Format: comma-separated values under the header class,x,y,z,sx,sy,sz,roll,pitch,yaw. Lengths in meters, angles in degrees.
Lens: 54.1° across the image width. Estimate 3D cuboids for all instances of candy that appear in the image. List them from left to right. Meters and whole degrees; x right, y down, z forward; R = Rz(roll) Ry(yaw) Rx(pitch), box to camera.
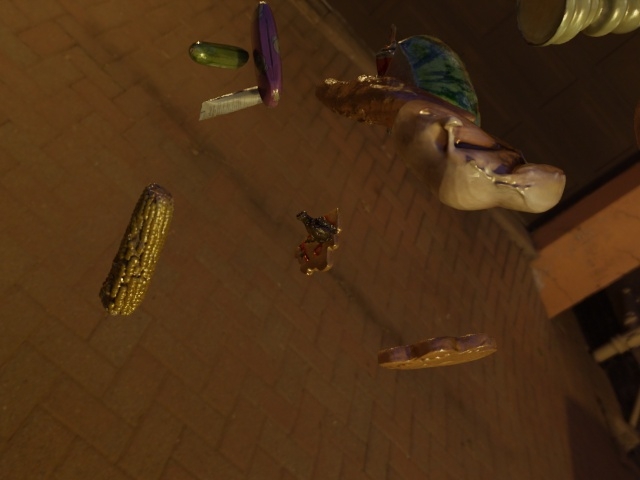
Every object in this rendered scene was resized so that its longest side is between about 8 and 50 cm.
class,x,y,z,sx,sy,sz,roll,pitch,yaw
candy,0.195,-0.425,1.675,0.059,0.086,0.292,-14,103,-32

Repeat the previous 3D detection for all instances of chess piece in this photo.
class,x,y,z,sx,sy,sz,roll,pitch,yaw
chess piece,0.658,-0.566,1.519,0.330,0.182,0.182,-8,55,-21

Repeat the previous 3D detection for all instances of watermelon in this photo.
class,x,y,z,sx,sy,sz,roll,pitch,yaw
watermelon,0.241,-0.340,1.477,0.213,0.201,0.262,3,75,-43

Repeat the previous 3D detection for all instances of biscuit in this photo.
class,x,y,z,sx,sy,sz,roll,pitch,yaw
biscuit,0.000,0.000,2.013,0.041,0.239,0.212,29,-3,-31
biscuit,0.295,0.279,1.531,0.355,0.275,0.052,17,59,-54

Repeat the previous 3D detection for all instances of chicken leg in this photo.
class,x,y,z,sx,sy,sz,roll,pitch,yaw
chicken leg,-0.009,-0.043,1.776,0.178,0.093,0.070,36,62,-53

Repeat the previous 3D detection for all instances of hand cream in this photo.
class,x,y,z,sx,sy,sz,roll,pitch,yaw
hand cream,-0.254,-0.411,1.863,0.234,0.080,0.050,-24,69,-29

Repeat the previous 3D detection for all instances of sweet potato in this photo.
class,x,y,z,sx,sy,sz,roll,pitch,yaw
sweet potato,0.108,-0.258,1.164,0.354,0.095,0.106,20,19,37

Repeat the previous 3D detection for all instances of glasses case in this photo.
class,x,y,z,sx,sy,sz,roll,pitch,yaw
glasses case,-0.157,-0.541,1.822,0.076,0.123,0.316,-5,76,-13

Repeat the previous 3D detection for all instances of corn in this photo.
class,x,y,z,sx,sy,sz,roll,pitch,yaw
corn,-0.381,0.030,1.305,0.097,0.320,0.097,23,23,-10

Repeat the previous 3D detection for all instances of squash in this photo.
class,x,y,z,sx,sy,sz,roll,pitch,yaw
squash,-0.287,-0.529,1.797,0.069,0.069,0.239,56,32,11

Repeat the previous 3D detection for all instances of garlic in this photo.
class,x,y,z,sx,sy,sz,roll,pitch,yaw
garlic,0.183,-0.105,0.824,0.228,0.110,0.217,14,23,-45

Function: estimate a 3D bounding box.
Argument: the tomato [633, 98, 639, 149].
class,x,y,z,sx,sy,sz,roll,pitch,yaw
tomato,0.957,-0.302,1.570,0.316,0.316,0.282,35,47,-30
